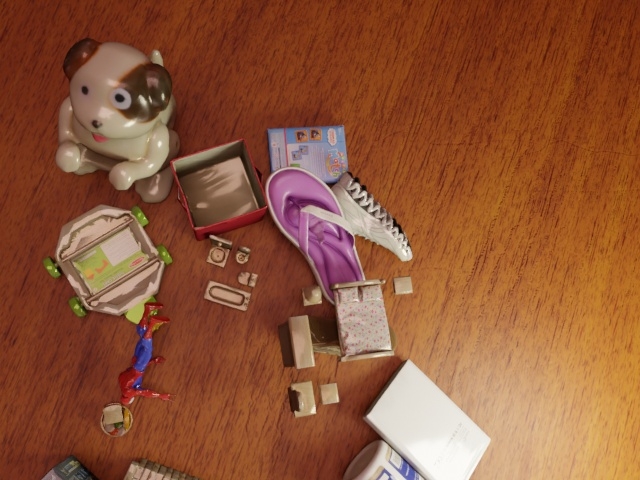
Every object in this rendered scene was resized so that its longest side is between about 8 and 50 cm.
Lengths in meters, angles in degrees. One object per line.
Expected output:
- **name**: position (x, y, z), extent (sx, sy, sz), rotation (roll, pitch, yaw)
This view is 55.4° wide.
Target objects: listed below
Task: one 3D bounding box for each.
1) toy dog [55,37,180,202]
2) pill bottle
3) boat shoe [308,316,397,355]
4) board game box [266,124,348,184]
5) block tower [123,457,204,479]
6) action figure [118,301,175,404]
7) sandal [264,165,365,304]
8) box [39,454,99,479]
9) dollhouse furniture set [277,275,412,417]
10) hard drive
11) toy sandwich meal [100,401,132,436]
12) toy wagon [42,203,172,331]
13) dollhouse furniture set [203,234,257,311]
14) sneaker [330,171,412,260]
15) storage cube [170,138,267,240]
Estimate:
- **toy dog**: position (-0.446, -0.299, 1.425), extent (0.284, 0.408, 0.395), rotation (31, 79, -4)
- **pill bottle**: position (0.195, 0.641, 1.516), extent (0.264, 0.153, 0.153), rotation (44, 78, 0)
- **boat shoe**: position (0.057, 0.251, 1.595), extent (0.285, 0.089, 0.105), rotation (9, 65, -10)
- **board game box**: position (-0.034, -0.229, 1.665), extent (0.211, 0.039, 0.160), rotation (-4, 83, -9)
- **block tower**: position (-0.313, 0.629, 1.474), extent (0.335, 0.097, 0.091), rotation (23, 79, -6)
- **action figure**: position (-0.404, 0.292, 1.489), extent (0.139, 0.091, 0.280), rotation (14, 112, -35)
- **sandal**: position (0.012, -0.009, 1.553), extent (0.169, 0.102, 0.416), rotation (-35, 108, -10)
- **box**: position (-0.536, 0.578, 1.374), extent (0.183, 0.232, 0.059), rotation (45, 72, -1)
- **dollhouse furniture set**: position (0.092, 0.242, 1.460), extent (0.355, 0.174, 0.303), rotation (-6, 80, -13)
- **hard drive**: position (0.279, 0.488, 1.580), extent (0.307, 0.040, 0.203), rotation (44, 59, 0)
- **toy sandwich meal**: position (-0.504, 0.442, 1.502), extent (0.085, 0.029, 0.086), rotation (1, 82, -8)
- **toy wagon**: position (-0.510, 0.085, 1.535), extent (0.267, 0.068, 0.344), rotation (-33, 88, -11)
- **dollhouse furniture set**: position (-0.233, 0.086, 1.546), extent (0.144, 0.123, 0.151), rotation (18, 80, -5)
- **sneaker**: position (0.132, -0.047, 1.643), extent (0.118, 0.110, 0.292), rotation (-42, 94, 11)
- **storage cube**: position (-0.252, -0.121, 1.539), extent (0.215, 0.193, 0.184), rotation (-19, 85, -12)
